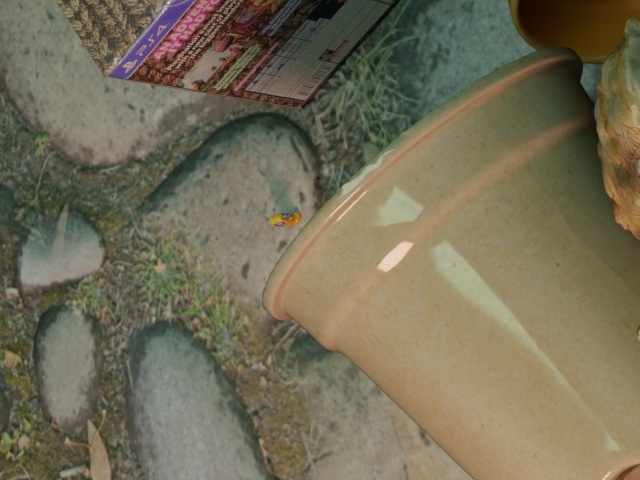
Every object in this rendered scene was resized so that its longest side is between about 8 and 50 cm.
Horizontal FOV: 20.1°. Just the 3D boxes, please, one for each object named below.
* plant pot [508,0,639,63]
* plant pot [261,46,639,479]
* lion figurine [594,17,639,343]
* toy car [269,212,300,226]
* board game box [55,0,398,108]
[{"bbox_3d":[0.241,-0.281,1.497,0.205,0.205,0.188,-29,56,31],"label":"plant pot"},{"bbox_3d":[0.176,0.067,1.469,0.334,0.334,0.305,-45,75,25],"label":"plant pot"},{"bbox_3d":[0.347,0.015,1.363,0.142,0.392,0.240,-31,33,32],"label":"lion figurine"},{"bbox_3d":[0.000,0.000,1.739,0.122,0.040,0.060,-2,87,35],"label":"toy car"},{"bbox_3d":[-0.066,-0.261,1.646,0.232,0.291,0.141,-46,63,24],"label":"board game box"}]
